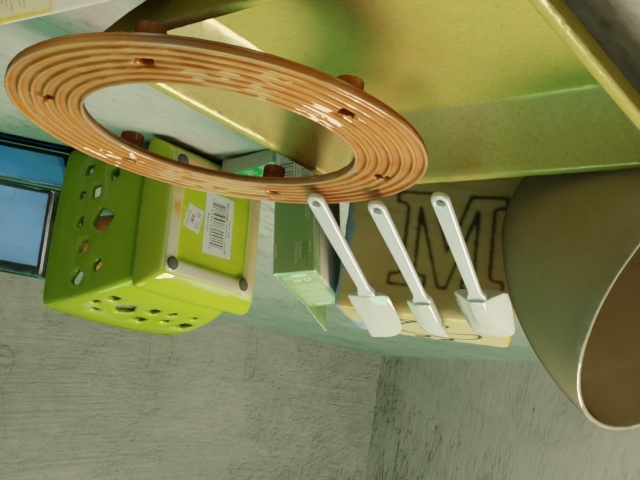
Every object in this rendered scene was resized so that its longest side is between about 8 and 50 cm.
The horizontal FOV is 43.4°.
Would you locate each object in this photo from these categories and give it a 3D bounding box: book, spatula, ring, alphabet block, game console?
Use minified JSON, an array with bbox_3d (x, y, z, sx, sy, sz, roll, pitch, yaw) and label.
[{"bbox_3d":[-0.046,-0.080,1.062,0.096,0.035,0.144,-9,158,42],"label":"book"},{"bbox_3d":[0.092,0.030,0.793,0.168,0.019,0.242,1,141,27],"label":"spatula"},{"bbox_3d":[-0.079,-0.093,0.652,0.336,0.032,0.336,8,167,2],"label":"ring"},{"bbox_3d":[0.140,0.014,0.971,0.197,0.194,0.192,6,169,14],"label":"alphabet block"},{"bbox_3d":[-0.506,-0.055,1.204,0.293,0.250,0.173,11,-166,-9],"label":"game console"}]

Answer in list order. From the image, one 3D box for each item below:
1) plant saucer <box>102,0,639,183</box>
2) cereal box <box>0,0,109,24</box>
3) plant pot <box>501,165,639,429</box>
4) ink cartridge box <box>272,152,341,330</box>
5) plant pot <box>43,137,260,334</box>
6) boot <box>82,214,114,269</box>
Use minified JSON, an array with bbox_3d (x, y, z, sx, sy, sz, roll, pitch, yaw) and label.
[{"bbox_3d":[0.058,-0.135,0.614,0.332,0.081,0.332,-2,164,39],"label":"plant saucer"},{"bbox_3d":[-0.214,-0.159,0.482,0.172,0.047,0.240,5,-157,20],"label":"cereal box"},{"bbox_3d":[0.286,0.009,0.771,0.284,0.284,0.191,20,-164,-41],"label":"plant pot"},{"bbox_3d":[0.000,0.000,0.986,0.056,0.171,0.235,-7,157,15],"label":"ink cartridge box"},{"bbox_3d":[-0.209,-0.004,1.092,0.207,0.228,0.227,-11,158,38],"label":"plant pot"},{"bbox_3d":[-0.279,0.016,1.467,0.220,0.109,0.283,0,167,41],"label":"boot"}]
